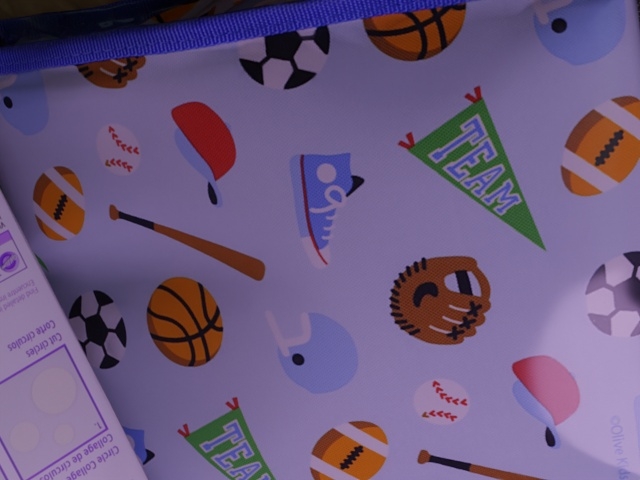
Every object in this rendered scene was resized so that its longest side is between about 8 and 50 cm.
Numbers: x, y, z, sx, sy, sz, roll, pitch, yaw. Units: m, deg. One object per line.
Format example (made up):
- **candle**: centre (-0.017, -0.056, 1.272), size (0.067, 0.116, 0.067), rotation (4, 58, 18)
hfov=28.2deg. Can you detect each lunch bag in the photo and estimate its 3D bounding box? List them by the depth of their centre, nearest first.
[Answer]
- **lunch bag**: centre (0.000, 0.000, 0.759), size (0.385, 0.239, 0.328), rotation (-10, 105, 10)

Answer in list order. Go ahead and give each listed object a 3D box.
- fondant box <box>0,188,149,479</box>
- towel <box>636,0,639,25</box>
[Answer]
- **fondant box**: centre (-0.207, 0.162, 0.641), size (0.238, 0.096, 0.330), rotation (-31, 105, -26)
- **towel**: centre (0.303, -0.109, 0.884), size (0.056, 0.312, 0.324), rotation (-33, 118, -55)
